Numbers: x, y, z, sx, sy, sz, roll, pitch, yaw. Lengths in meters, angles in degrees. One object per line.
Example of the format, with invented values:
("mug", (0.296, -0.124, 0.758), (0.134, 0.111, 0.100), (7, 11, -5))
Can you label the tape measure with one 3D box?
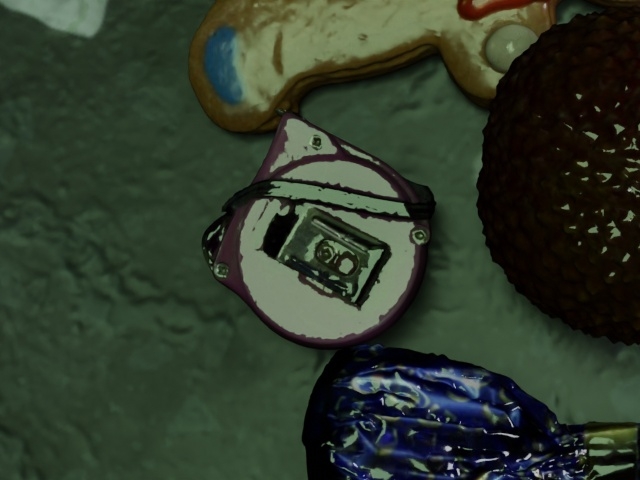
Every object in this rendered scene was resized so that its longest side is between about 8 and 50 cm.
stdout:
("tape measure", (0.000, 0.000, 1.102), (0.125, 0.074, 0.118), (26, 90, 6))

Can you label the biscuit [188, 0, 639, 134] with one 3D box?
("biscuit", (0.077, -0.177, 1.138), (0.324, 0.049, 0.205), (-5, 80, 6))

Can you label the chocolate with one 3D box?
("chocolate", (0.169, 0.126, 1.038), (0.343, 0.148, 0.126), (3, 39, 11))

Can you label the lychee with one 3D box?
("lychee", (0.172, -0.031, 1.037), (0.194, 0.194, 0.194), (-1, 81, 8))
